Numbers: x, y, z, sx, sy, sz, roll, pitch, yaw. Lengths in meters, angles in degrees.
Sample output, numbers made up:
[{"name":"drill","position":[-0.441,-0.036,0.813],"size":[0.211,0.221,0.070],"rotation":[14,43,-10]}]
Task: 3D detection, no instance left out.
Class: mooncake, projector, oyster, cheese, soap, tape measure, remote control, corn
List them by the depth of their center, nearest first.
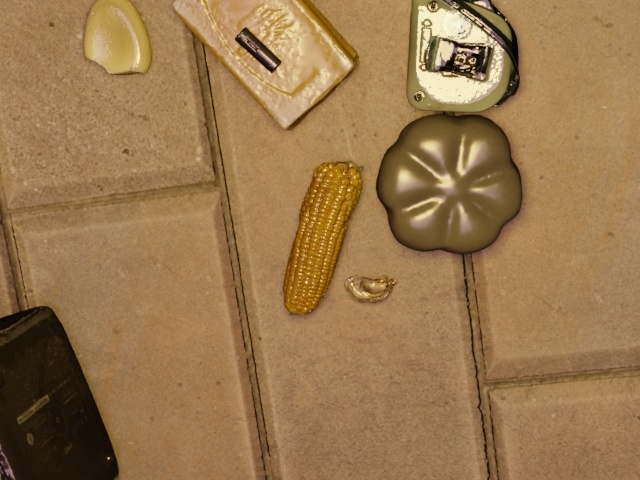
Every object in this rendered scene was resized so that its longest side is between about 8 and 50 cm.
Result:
[{"name":"tape measure","position":[0.250,-0.343,1.785],"size":[0.207,0.115,0.235],"rotation":[4,101,9]},{"name":"remote control","position":[-0.111,-0.336,1.794],"size":[0.091,0.016,0.034],"rotation":[42,99,-2]},{"name":"mooncake","position":[0.231,-0.099,1.824],"size":[0.275,0.135,0.275],"rotation":[1,100,3]},{"name":"soap","position":[-0.097,-0.373,1.839],"size":[0.199,0.091,0.315],"rotation":[-40,92,14]},{"name":"projector","position":[-0.582,0.361,1.880],"size":[0.242,0.395,0.405],"rotation":[-18,97,12]},{"name":"cheese","position":[-0.390,-0.432,1.887],"size":[0.127,0.050,0.255],"rotation":[-5,98,10]},{"name":"corn","position":[-0.002,0.000,1.887],"size":[0.102,0.102,0.313],"rotation":[16,102,4]},{"name":"oyster","position":[0.094,0.088,1.936],"size":[0.083,0.038,0.080],"rotation":[36,77,28]}]
